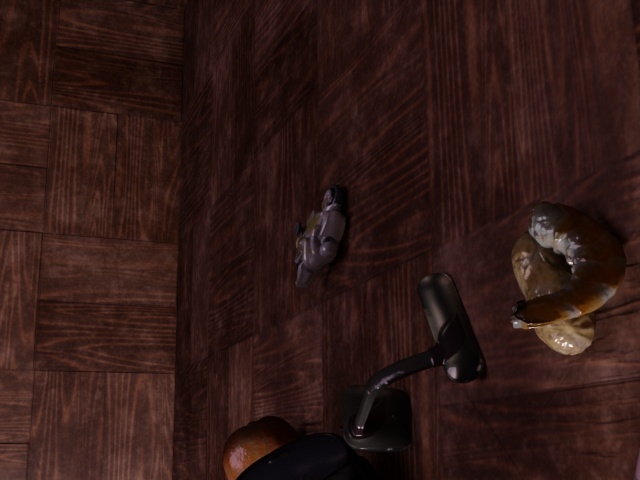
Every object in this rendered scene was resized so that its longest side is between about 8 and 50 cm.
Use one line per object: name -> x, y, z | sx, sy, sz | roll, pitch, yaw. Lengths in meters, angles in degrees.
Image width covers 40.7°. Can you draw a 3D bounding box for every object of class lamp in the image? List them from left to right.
lamp -> 0.125, 0.191, 1.364 | 0.283, 0.124, 0.203 | 120, 157, -44

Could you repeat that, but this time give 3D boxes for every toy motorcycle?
toy motorcycle -> 0.000, 0.000, 1.794 | 0.229, 0.074, 0.151 | -62, 24, 28

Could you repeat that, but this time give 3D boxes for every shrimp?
shrimp -> 0.260, 0.031, 0.990 | 0.161, 0.166, 0.049 | 44, 164, 42

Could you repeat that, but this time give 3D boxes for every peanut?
peanut -> 0.278, 0.057, 1.039 | 0.080, 0.080, 0.174 | 115, 151, -42

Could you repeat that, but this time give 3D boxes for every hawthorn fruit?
hawthorn fruit -> -0.102, 0.503, 1.826 | 0.251, 0.199, 0.199 | 59, 142, 33

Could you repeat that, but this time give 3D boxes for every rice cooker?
rice cooker -> -0.007, 0.469, 1.432 | 0.224, 0.267, 0.267 | 68, 162, -10

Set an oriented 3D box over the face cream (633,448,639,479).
face cream -> 0.338, 0.296, 0.857 | 0.084, 0.057, 0.198 | -161, 76, -68
